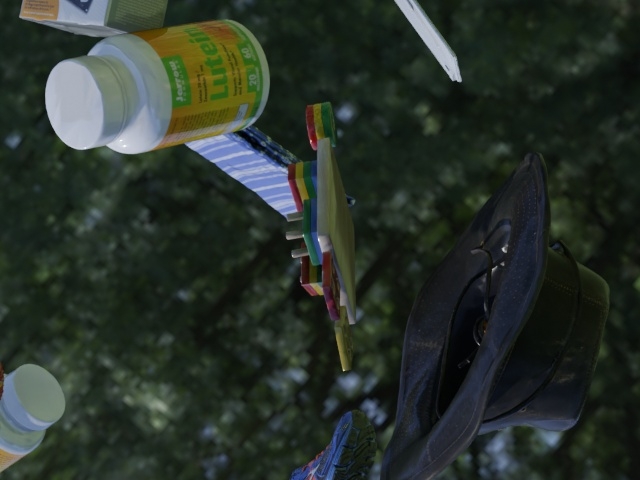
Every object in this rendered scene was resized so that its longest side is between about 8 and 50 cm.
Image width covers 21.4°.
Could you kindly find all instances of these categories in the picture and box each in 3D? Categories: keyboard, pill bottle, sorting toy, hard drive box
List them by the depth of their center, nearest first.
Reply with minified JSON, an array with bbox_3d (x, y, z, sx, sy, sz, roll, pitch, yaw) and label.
[{"bbox_3d":[0.000,0.000,1.640,0.132,0.046,0.274,73,-168,-46],"label":"sorting toy"},{"bbox_3d":[-0.187,-0.174,1.938,0.246,0.136,0.136,-17,-125,-46],"label":"pill bottle"},{"bbox_3d":[-0.256,-0.365,2.038,0.089,0.232,0.181,12,179,-45],"label":"hard drive box"},{"bbox_3d":[-0.442,0.250,2.266,0.117,0.208,0.117,37,-147,-30],"label":"pill bottle"},{"bbox_3d":[0.126,-0.330,2.370,0.256,0.014,0.072,57,170,26],"label":"keyboard"}]

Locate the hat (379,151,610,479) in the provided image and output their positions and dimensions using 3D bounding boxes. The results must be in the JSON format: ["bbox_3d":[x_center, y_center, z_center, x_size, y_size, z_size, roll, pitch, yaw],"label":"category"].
[{"bbox_3d":[0.171,0.093,1.462,0.134,0.331,0.331,21,-162,-10],"label":"hat"}]

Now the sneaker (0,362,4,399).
[{"bbox_3d":[-0.383,0.135,1.744,0.067,0.064,0.175,0,163,22],"label":"sneaker"}]

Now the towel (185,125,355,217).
[{"bbox_3d":[-0.131,-0.125,2.220,0.336,0.040,0.243,36,167,-17],"label":"towel"}]

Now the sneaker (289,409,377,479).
[{"bbox_3d":[0.000,0.320,2.274,0.087,0.221,0.083,35,-162,31],"label":"sneaker"}]
